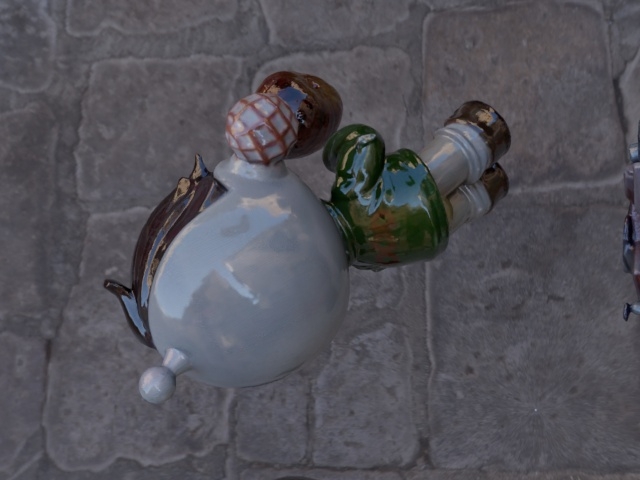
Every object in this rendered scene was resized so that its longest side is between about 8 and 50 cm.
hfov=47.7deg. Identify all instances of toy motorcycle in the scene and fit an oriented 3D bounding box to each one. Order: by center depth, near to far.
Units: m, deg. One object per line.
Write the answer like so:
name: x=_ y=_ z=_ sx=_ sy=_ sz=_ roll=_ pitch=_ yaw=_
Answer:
toy motorcycle: x=0.263 y=0.005 z=0.541 sx=0.082 sy=0.213 sz=0.122 roll=-9 pitch=41 yaw=31

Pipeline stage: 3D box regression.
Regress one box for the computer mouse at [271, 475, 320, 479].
computer mouse: x=-0.039 y=0.530 z=1.431 sx=0.170 sy=0.269 sz=0.100 roll=30 pitch=106 yaw=42

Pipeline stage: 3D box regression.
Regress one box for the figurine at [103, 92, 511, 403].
figurine: x=0.000 y=0.000 z=0.610 sx=0.370 sy=0.281 sz=0.167 roll=-28 pitch=48 yaw=-18

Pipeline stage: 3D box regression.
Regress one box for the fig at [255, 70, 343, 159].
fig: x=-0.053 y=-0.198 z=1.231 sx=0.148 sy=0.149 sz=0.202 roll=28 pitch=82 yaw=16
